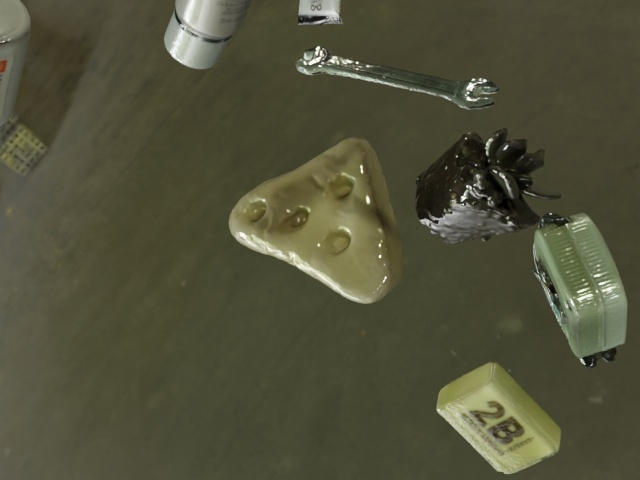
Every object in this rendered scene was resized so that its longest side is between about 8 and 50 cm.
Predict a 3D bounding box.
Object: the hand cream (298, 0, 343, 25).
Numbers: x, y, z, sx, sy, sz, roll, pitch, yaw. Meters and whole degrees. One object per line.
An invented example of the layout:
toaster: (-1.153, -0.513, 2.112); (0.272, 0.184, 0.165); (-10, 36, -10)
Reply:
hand cream: (0.007, -0.553, 1.559); (0.121, 0.076, 0.336); (20, 111, 51)

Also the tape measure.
tape measure: (0.411, 0.073, 1.422); (0.115, 0.235, 0.207); (-22, 58, 5)

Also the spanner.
spanner: (0.097, -0.219, 1.184); (0.302, 0.017, 0.071); (17, 46, 27)

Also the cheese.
cheese: (0.000, 0.000, 1.793); (0.351, 0.129, 0.328); (-27, 76, 16)

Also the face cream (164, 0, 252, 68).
face cream: (-0.106, -0.344, 1.080); (0.143, 0.089, 0.314); (-31, -13, -44)

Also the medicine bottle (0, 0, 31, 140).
medicine bottle: (-0.495, -0.230, 1.232); (0.252, 0.144, 0.144); (123, 163, -48)

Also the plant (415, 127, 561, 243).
plant: (0.327, -0.112, 1.738); (0.276, 0.199, 0.188); (-25, 44, 50)

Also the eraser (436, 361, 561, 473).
eraser: (0.278, 0.280, 1.366); (0.117, 0.172, 0.058); (-36, 16, 30)
